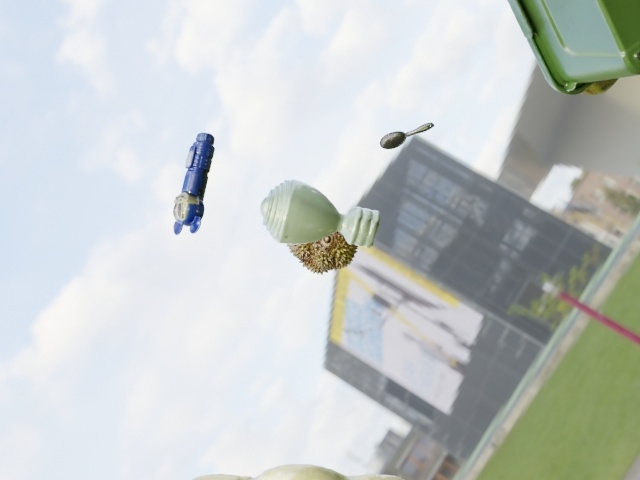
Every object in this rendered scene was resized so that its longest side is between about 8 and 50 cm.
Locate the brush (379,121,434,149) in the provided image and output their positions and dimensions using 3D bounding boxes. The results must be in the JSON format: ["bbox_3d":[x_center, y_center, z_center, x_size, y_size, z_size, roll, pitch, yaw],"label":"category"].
[{"bbox_3d":[0.121,-0.148,1.644,0.083,0.024,0.008,-20,17,18],"label":"brush"}]

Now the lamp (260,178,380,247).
[{"bbox_3d":[-0.003,-0.035,1.885,0.106,0.193,0.106,-166,90,-84],"label":"lamp"}]

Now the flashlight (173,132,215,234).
[{"bbox_3d":[-0.146,-0.066,1.342,0.035,0.057,0.121,19,-104,-35],"label":"flashlight"}]

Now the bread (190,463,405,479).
[{"bbox_3d":[-0.018,0.310,1.283,0.316,0.316,0.054,89,-178,-63],"label":"bread"}]

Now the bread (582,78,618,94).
[{"bbox_3d":[0.474,-0.347,2.034,0.181,0.096,0.222,-57,-28,15],"label":"bread"}]

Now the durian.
[{"bbox_3d":[0.000,0.000,2.475,0.137,0.158,0.168,-41,2,-14],"label":"durian"}]

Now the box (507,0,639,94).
[{"bbox_3d":[0.376,-0.381,1.545,0.252,0.329,0.178,-38,21,-16],"label":"box"}]
